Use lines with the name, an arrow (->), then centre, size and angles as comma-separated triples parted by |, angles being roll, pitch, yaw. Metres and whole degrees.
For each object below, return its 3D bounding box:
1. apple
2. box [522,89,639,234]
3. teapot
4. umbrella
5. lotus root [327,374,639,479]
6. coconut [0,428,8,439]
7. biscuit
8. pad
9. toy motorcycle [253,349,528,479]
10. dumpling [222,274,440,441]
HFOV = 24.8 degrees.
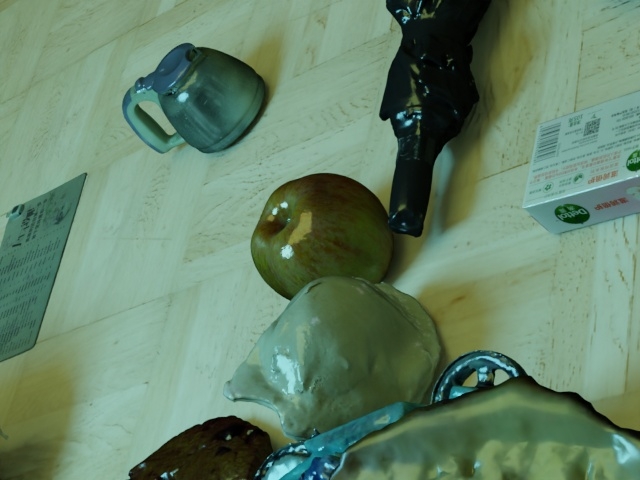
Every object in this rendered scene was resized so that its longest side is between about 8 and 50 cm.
apple -> 0.002, -0.002, 1.292 | 0.126, 0.102, 0.126 | -30, 40, 29
box -> 0.224, -0.063, 1.131 | 0.125, 0.043, 0.089 | -16, 47, 42
teapot -> -0.144, -0.166, 1.619 | 0.149, 0.108, 0.111 | -2, 56, 49
umbrella -> 0.098, -0.154, 1.325 | 0.118, 0.118, 0.340 | -18, 50, 41
lotus root -> 0.118, 0.270, 0.808 | 0.375, 0.111, 0.390 | -13, 61, 21
coconut -> -0.478, 0.253, 1.480 | 0.297, 0.297, 0.254 | -22, 42, 38
biscuit -> -0.117, 0.224, 1.245 | 0.192, 0.049, 0.192 | -28, 29, 17
pad -> -0.371, 0.040, 1.796 | 0.159, 0.009, 0.265 | -22, 44, 37
toy motorcycle -> 0.055, 0.206, 1.005 | 0.260, 0.154, 0.206 | -29, 58, 32
dumpling -> 0.020, 0.098, 1.156 | 0.199, 0.118, 0.136 | -28, 57, -29
